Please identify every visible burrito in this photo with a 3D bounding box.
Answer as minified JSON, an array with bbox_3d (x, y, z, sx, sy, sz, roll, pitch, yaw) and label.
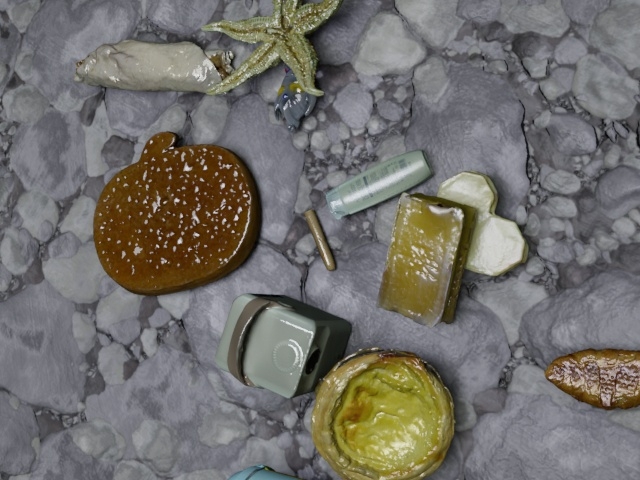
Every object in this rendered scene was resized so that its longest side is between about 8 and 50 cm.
[{"bbox_3d":[-0.370,-0.383,1.724,0.392,0.076,0.117,7,83,20],"label":"burrito"}]

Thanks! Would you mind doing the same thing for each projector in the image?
[{"bbox_3d":[-0.071,0.196,1.482,0.177,0.242,0.163,19,92,23],"label":"projector"}]

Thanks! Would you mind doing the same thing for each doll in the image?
[{"bbox_3d":[-0.048,-0.315,1.598,0.104,0.062,0.194,4,82,20],"label":"doll"}]

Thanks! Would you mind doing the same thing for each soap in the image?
[{"bbox_3d":[0.194,0.035,1.443,0.135,0.076,0.233,19,108,29],"label":"soap"}]

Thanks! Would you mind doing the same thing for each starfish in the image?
[{"bbox_3d":[-0.088,-0.433,1.579,0.358,0.078,0.347,20,94,34],"label":"starfish"}]

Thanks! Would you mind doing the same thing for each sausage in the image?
[{"bbox_3d":[0.000,0.000,1.580,0.024,0.024,0.132,-26,77,18],"label":"sausage"}]

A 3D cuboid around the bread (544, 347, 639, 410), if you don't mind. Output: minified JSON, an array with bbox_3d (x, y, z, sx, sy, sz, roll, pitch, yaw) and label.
[{"bbox_3d":[0.506,0.238,1.338,0.233,0.076,0.105,-5,73,28],"label":"bread"}]

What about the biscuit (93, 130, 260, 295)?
[{"bbox_3d":[-0.312,-0.062,1.684,0.394,0.070,0.350,-9,82,20],"label":"biscuit"}]

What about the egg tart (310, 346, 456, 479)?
[{"bbox_3d":[0.115,0.327,1.457,0.279,0.095,0.279,1,98,4],"label":"egg tart"}]

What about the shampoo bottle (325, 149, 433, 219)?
[{"bbox_3d":[0.113,-0.110,1.528,0.212,0.049,0.072,-23,81,18],"label":"shampoo bottle"}]

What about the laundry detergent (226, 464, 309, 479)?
[{"bbox_3d":[-0.064,0.576,1.432,0.305,0.287,0.287,9,90,22],"label":"laundry detergent"}]

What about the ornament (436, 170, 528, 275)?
[{"bbox_3d":[0.272,-0.014,1.458,0.180,0.059,0.201,-33,78,22],"label":"ornament"}]
